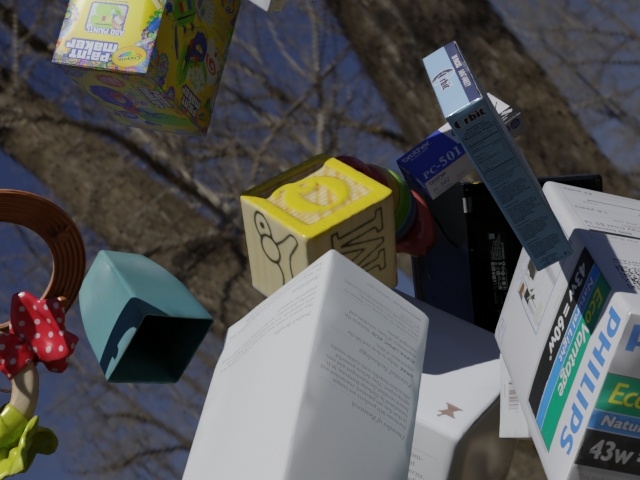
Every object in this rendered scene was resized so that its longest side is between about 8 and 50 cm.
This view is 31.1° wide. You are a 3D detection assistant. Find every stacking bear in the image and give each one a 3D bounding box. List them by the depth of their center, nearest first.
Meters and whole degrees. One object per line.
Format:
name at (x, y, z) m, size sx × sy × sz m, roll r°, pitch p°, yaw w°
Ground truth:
stacking bear at (0.091, -0.076, 2.256) m, size 0.175 × 0.164 × 0.289 m, roll -11°, pitch -22°, yaw 24°

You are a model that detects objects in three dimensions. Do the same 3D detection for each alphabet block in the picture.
alphabet block at (0.000, 0.000, 1.943) m, size 0.193 × 0.192 × 0.197 m, roll -30°, pitch -47°, yaw -30°

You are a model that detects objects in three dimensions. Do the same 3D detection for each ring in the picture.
ring at (-0.559, 0.066, 1.961) m, size 0.336 × 0.032 × 0.336 m, roll -17°, pitch -51°, yaw -22°

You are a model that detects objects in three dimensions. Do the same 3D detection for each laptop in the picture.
laptop at (0.367, 0.043, 2.323) m, size 0.408 × 0.382 × 0.236 m, roll -3°, pitch 15°, yaw 13°

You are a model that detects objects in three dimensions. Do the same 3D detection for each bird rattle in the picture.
bird rattle at (-0.434, 0.190, 1.526) m, size 0.207 × 0.253 × 0.143 m, roll 6°, pitch -6°, yaw -10°

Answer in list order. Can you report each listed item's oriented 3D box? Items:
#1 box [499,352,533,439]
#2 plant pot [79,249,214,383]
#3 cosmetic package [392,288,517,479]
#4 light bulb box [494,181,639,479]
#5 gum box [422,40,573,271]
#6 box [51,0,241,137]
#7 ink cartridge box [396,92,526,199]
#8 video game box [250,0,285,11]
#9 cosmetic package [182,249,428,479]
box at (0.356, 0.229, 1.680) m, size 0.170 × 0.130 × 0.091 m, roll 7°, pitch -12°, yaw -17°
plant pot at (-0.354, 0.134, 2.200) m, size 0.165 × 0.234 × 0.166 m, roll 9°, pitch -59°, yaw -45°
cosmetic package at (0.145, 0.362, 2.053) m, size 0.327 × 0.329 × 0.394 m, roll -32°, pitch -42°, yaw -50°
light bulb box at (0.414, 0.126, 1.259) m, size 0.361 × 0.358 × 0.225 m, roll -93°, pitch 16°, yaw -67°
gum box at (0.167, -0.083, 1.099) m, size 0.041 × 0.184 × 0.157 m, roll -29°, pitch 26°, yaw 12°
box at (-0.285, -0.363, 1.973) m, size 0.290 × 0.177 × 0.279 m, roll 51°, pitch -130°, yaw -70°
ink cartridge box at (0.242, -0.163, 1.981) m, size 0.207 × 0.097 × 0.046 m, roll -37°, pitch -51°, yaw -8°
video game box at (-0.109, -0.479, 1.756) m, size 0.048 × 0.205 × 0.187 m, roll -21°, pitch -37°, yaw -54°
cosmetic package at (-0.025, 0.224, 1.209) m, size 0.217 × 0.156 × 0.385 m, roll -37°, pitch 28°, yaw 39°
